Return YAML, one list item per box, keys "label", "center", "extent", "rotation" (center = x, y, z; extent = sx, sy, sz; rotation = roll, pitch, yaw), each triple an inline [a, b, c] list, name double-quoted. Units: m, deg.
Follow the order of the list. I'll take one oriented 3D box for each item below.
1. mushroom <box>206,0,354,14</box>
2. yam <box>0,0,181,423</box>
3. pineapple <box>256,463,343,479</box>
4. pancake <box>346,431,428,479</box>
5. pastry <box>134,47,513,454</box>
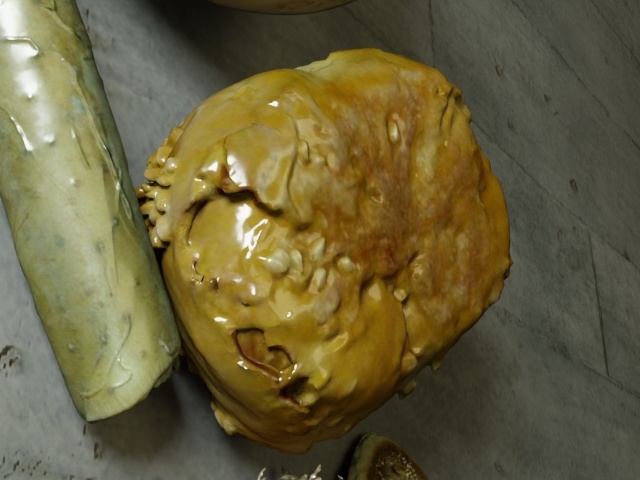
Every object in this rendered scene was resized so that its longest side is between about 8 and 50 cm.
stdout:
- label: "mushroom"
  center: [-0.031, -0.339, 0.720]
  extent: [0.362, 0.294, 0.362]
  rotation: [32, 49, -46]
- label: "yam"
  center: [-0.162, -0.082, 0.606]
  extent: [0.083, 0.083, 0.372]
  rotation: [-22, 94, -59]
- label: "pineapple"
  center: [0.016, 0.230, 0.684]
  extent: [0.161, 0.136, 0.176]
  rotation: [9, 69, -56]
- label: "pancake"
  center: [0.061, 0.233, 0.864]
  extent: [0.158, 0.028, 0.158]
  rotation: [36, 46, -49]
- label: "pastry"
  center: [0.000, 0.000, 0.743]
  extent: [0.311, 0.162, 0.255]
  rotation: [-19, 103, -49]
